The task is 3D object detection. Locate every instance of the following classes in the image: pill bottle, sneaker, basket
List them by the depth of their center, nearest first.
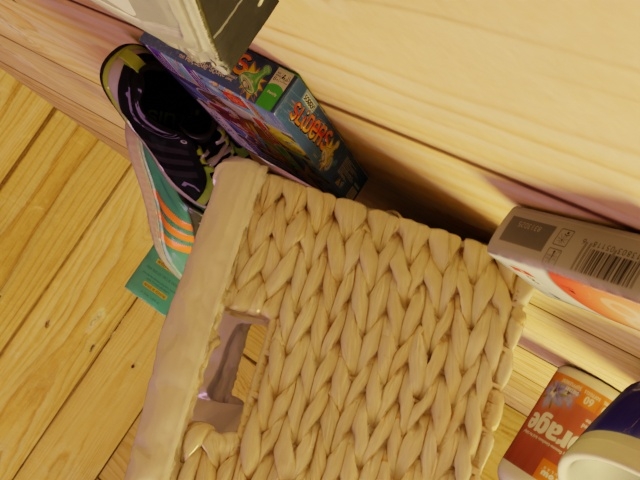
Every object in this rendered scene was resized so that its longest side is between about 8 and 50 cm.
[{"bbox_3d":[0.000,0.135,0.811,0.267,0.328,0.331,16,174,0],"label":"basket"},{"bbox_3d":[-0.131,-0.100,0.893,0.234,0.084,0.097,45,168,-37],"label":"sneaker"},{"bbox_3d":[-0.144,-0.034,1.101,0.121,0.108,0.302,24,143,39],"label":"sneaker"},{"bbox_3d":[0.303,0.278,1.127,0.121,0.216,0.121,33,175,3],"label":"pill bottle"}]

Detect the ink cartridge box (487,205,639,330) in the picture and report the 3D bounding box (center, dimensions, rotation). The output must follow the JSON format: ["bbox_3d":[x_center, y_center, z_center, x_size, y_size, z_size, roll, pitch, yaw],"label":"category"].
[{"bbox_3d":[0.209,0.050,0.561,0.179,0.045,0.145,39,174,-26],"label":"ink cartridge box"}]

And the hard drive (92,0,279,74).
[{"bbox_3d":[-0.135,-0.189,0.331,0.237,0.064,0.339,33,174,3],"label":"hard drive"}]

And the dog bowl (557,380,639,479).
[{"bbox_3d":[0.354,0.255,0.806,0.265,0.104,0.265,42,160,19],"label":"dog bowl"}]

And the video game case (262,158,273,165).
[{"bbox_3d":[-0.070,-0.108,0.953,0.087,0.011,0.122,35,174,-16],"label":"video game case"}]

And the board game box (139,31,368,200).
[{"bbox_3d":[-0.047,-0.103,0.733,0.136,0.035,0.201,31,174,23],"label":"board game box"}]

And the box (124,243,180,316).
[{"bbox_3d":[-0.185,0.002,1.365,0.101,0.244,0.060,32,174,19],"label":"box"}]
